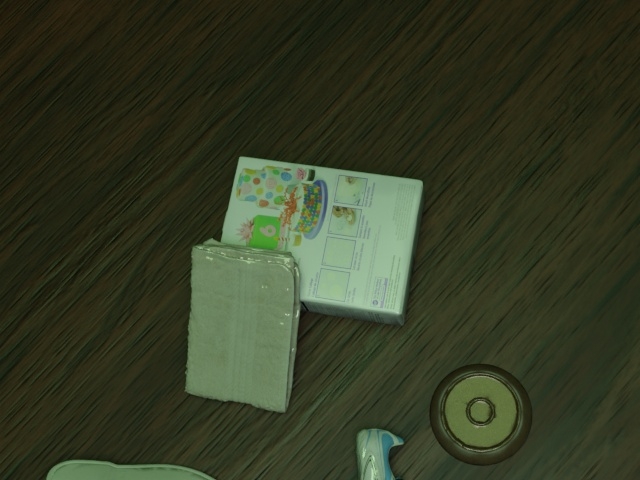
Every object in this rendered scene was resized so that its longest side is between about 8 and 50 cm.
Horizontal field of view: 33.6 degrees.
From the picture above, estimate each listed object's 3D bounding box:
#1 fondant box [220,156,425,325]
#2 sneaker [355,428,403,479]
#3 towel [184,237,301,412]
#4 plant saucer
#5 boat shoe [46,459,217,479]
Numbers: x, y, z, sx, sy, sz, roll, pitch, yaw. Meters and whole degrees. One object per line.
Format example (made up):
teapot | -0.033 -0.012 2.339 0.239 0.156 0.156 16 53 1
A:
fondant box | 0.000 0.000 1.831 0.330 0.096 0.238 9 75 10
sneaker | 0.090 0.421 1.698 0.086 0.085 0.237 6 77 2
towel | -0.131 0.142 1.771 0.187 0.049 0.282 9 107 12
plant saucer | 0.263 0.283 1.742 0.168 0.029 0.168 -2 74 7
boat shoe | -0.294 0.439 1.756 0.319 0.116 0.099 7 117 3
